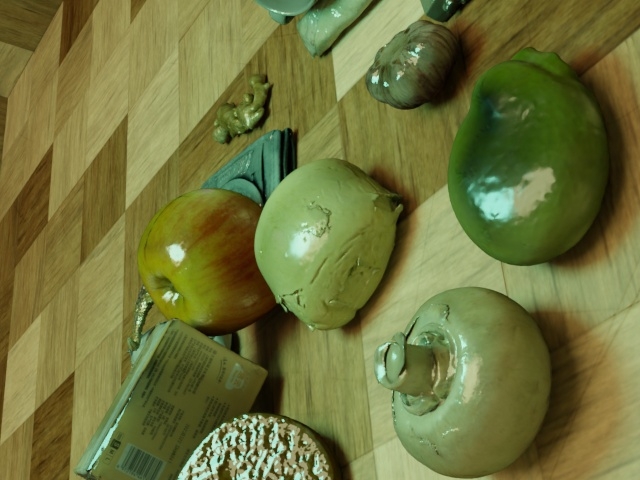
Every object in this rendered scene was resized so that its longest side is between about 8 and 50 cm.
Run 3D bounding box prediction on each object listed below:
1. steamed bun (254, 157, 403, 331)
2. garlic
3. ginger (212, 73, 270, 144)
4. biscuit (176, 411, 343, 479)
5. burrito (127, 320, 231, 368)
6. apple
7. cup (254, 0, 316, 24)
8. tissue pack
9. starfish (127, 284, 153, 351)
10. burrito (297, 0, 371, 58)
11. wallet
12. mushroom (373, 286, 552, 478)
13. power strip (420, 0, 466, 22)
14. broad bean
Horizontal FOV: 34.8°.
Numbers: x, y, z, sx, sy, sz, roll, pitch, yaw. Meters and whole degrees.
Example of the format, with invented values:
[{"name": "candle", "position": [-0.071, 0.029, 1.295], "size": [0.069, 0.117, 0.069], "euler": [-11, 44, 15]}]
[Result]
[{"name": "steamed bun", "position": [0.000, 0.000, 1.659], "size": [0.273, 0.166, 0.232], "euler": [-62, 31, 22]}, {"name": "garlic", "position": [0.148, -0.270, 1.596], "size": [0.159, 0.102, 0.147], "euler": [-33, 36, 35]}, {"name": "ginger", "position": [-0.173, -0.273, 2.188], "size": [0.193, 0.052, 0.176], "euler": [-63, 26, 19]}, {"name": "biscuit", "position": [-0.099, 0.471, 1.597], "size": [0.350, 0.070, 0.394], "euler": [18, 73, 30]}, {"name": "burrito", "position": [-0.311, 0.237, 2.150], "size": [0.445, 0.101, 0.139], "euler": [-17, 63, 57]}, {"name": "apple", "position": [-0.197, 0.040, 1.860], "size": [0.286, 0.233, 0.286], "euler": [26, 136, 28]}, {"name": "cup", "position": [-0.035, -0.533, 1.913], "size": [0.234, 0.186, 0.258], "euler": [-52, -13, -35]}, {"name": "tissue pack", "position": [-0.273, 0.326, 1.820], "size": [0.238, 0.238, 0.306], "euler": [-11, 48, 58]}, {"name": "starfish", "position": [-0.349, 0.091, 2.210], "size": [0.299, 0.060, 0.302], "euler": [-62, 10, -2]}, {"name": "burrito", "position": [0.043, -0.430, 1.879], "size": [0.082, 0.059, 0.275], "euler": [55, 139, -3]}, {"name": "wallet", "position": [-0.164, -0.063, 2.065], "size": [0.342, 0.075, 0.237], "euler": [-30, 55, 51]}, {"name": "mushroom", "position": [0.166, 0.170, 1.273], "size": [0.246, 0.202, 0.246], "euler": [-163, 90, -71]}, {"name": "power strip", "position": [0.181, -0.472, 1.682], "size": [0.080, 0.048, 0.286], "euler": [-49, 38, 37]}, {"name": "broad bean", "position": [0.262, -0.106, 1.311], "size": [0.238, 0.119, 0.291], "euler": [-27, 57, 42]}]
